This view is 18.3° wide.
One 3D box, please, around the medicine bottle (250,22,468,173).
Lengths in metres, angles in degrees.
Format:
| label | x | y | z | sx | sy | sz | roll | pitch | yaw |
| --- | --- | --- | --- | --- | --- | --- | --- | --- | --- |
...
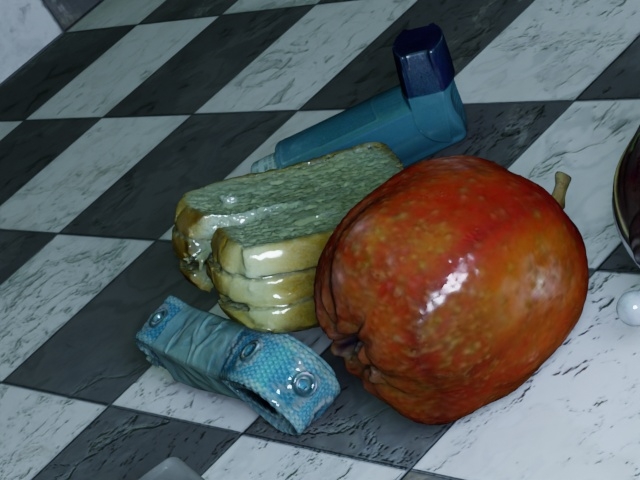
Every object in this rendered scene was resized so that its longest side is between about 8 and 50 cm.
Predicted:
| label | x | y | z | sx | sy | sz | roll | pitch | yaw |
| --- | --- | --- | --- | --- | --- | --- | --- | --- | --- |
| medicine bottle | 0.041 | -0.119 | 2.084 | 0.258 | 0.124 | 0.079 | -27 | 26 | 20 |

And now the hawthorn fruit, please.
| label | x | y | z | sx | sy | sz | roll | pitch | yaw |
| --- | --- | --- | --- | --- | --- | --- | --- | --- | --- |
| hawthorn fruit | 0.120 | 0.024 | 1.586 | 0.253 | 0.205 | 0.205 | -35 | 22 | -19 |

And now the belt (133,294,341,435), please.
| label | x | y | z | sx | sy | sz | roll | pitch | yaw |
| --- | --- | --- | --- | --- | --- | --- | --- | --- | --- |
| belt | -0.081 | 0.113 | 1.823 | 0.072 | 0.087 | 0.302 | -53 | 26 | -12 |

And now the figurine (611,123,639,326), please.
| label | x | y | z | sx | sy | sz | roll | pitch | yaw |
| --- | --- | --- | --- | --- | --- | --- | --- | --- | --- |
| figurine | 0.366 | -0.068 | 1.501 | 0.370 | 0.167 | 0.281 | -32 | 50 | -20 |

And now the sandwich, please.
| label | x | y | z | sx | sy | sz | roll | pitch | yaw |
| --- | --- | --- | --- | --- | --- | --- | --- | --- | --- |
| sandwich | 0.000 | -0.002 | 1.829 | 0.249 | 0.095 | 0.273 | -13 | 17 | -16 |

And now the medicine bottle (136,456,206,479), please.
| label | x | y | z | sx | sy | sz | roll | pitch | yaw |
| --- | --- | --- | --- | --- | --- | --- | --- | --- | --- |
| medicine bottle | -0.111 | 0.258 | 1.554 | 0.132 | 0.088 | 0.188 | -38 | 23 | -12 |
